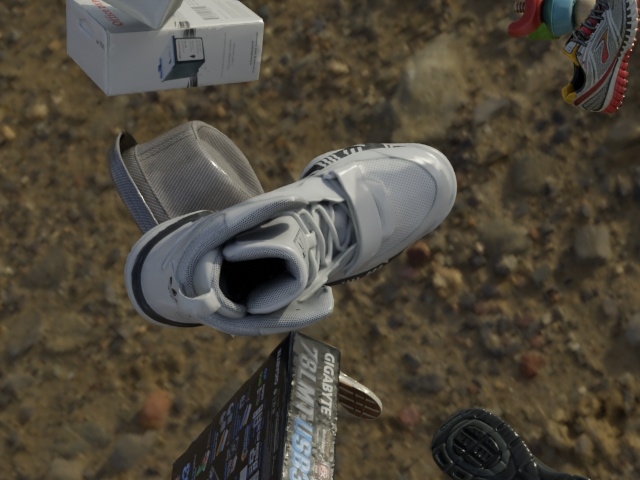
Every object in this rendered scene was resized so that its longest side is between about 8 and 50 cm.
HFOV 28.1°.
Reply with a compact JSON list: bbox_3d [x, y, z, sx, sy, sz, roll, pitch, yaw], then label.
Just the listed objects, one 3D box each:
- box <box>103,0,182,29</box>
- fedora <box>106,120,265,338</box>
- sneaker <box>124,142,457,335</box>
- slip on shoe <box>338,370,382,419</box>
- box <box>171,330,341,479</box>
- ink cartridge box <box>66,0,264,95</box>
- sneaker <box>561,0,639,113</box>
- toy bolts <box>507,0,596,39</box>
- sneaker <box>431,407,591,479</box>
[{"bbox_3d":[-0.201,-0.349,1.345,0.182,0.181,0.119,-61,4,24],"label":"box"},{"bbox_3d":[-0.124,-0.033,1.468,0.124,0.275,0.244,-32,32,5],"label":"fedora"},{"bbox_3d":[0.000,0.000,1.251,0.365,0.137,0.210,-20,10,-17],"label":"sneaker"},{"bbox_3d":[0.034,0.217,1.899,0.051,0.135,0.041,-59,7,31],"label":"slip on shoe"},{"bbox_3d":[-0.084,0.293,1.390,0.293,0.073,0.296,-52,22,36],"label":"box"},{"bbox_3d":[-0.182,-0.236,1.479,0.190,0.082,0.139,-11,34,-27],"label":"ink cartridge box"},{"bbox_3d":[0.407,-0.292,1.873,0.092,0.225,0.088,2,25,-7],"label":"sneaker"},{"bbox_3d":[0.425,-0.414,2.143,0.158,0.218,0.228,10,18,24],"label":"toy bolts"},{"bbox_3d":[0.250,0.297,1.402,0.109,0.130,0.286,-43,56,-7],"label":"sneaker"}]
